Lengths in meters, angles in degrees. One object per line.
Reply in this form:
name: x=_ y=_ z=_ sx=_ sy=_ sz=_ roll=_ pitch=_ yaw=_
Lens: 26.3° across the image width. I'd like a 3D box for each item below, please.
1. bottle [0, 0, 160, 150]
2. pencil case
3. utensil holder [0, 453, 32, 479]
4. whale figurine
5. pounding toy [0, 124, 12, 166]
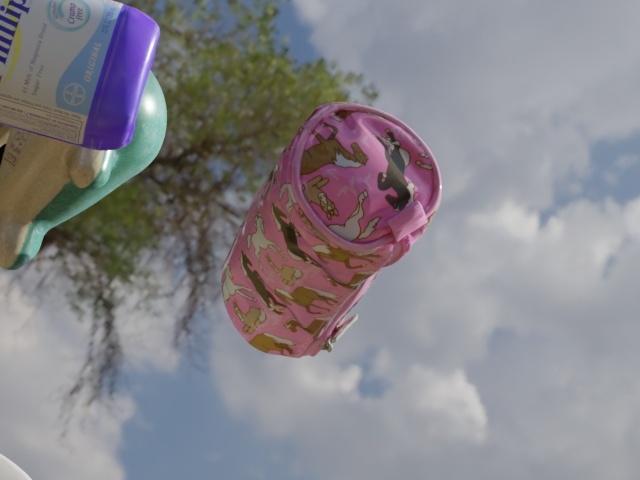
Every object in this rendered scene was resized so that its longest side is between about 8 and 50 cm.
bottle: x=-0.273 y=-0.160 z=1.074 sx=0.282 sy=0.118 sz=0.092 roll=17 pitch=-18 yaw=-8
pencil case: x=0.000 y=0.000 z=1.471 sx=0.167 sy=0.160 sz=0.386 roll=19 pitch=-26 yaw=-6
utensil holder: x=-0.492 y=0.390 z=1.486 sx=0.327 sy=0.328 sz=0.385 roll=44 pitch=-38 yaw=-21
whale figurine: x=-0.271 y=-0.085 z=1.513 sx=0.141 sy=0.272 sz=0.216 roll=30 pitch=-2 yaw=-35
pounding toy: x=-0.423 y=-0.105 z=1.707 sx=0.094 sy=0.206 sz=0.181 roll=29 pitch=28 yaw=-59
